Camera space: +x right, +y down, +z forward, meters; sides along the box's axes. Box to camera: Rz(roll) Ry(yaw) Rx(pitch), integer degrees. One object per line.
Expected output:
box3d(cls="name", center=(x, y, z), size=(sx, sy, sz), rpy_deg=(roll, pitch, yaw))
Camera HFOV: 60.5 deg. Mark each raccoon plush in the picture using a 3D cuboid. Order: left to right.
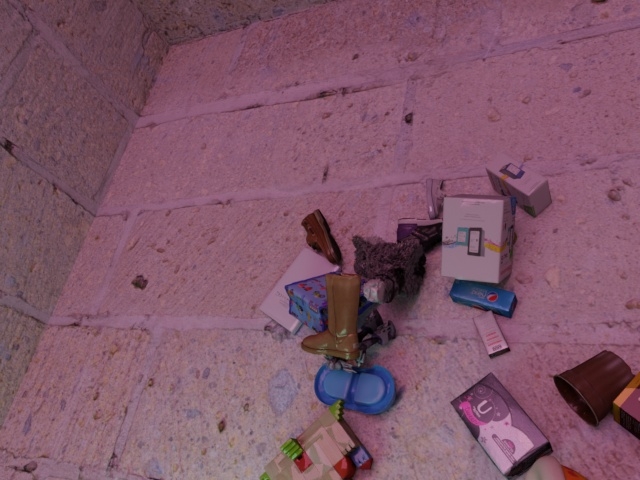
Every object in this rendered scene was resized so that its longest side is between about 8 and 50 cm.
box3d(cls="raccoon plush", center=(0.175, 0.077, 1.941), size=(0.299, 0.446, 0.216), rpy_deg=(12, 95, 31))

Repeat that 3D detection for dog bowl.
box3d(cls="dog bowl", center=(0.124, 0.508, 1.884), size=(0.297, 0.074, 0.166), rpy_deg=(2, 61, 30))

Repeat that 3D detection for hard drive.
box3d(cls="hard drive", center=(-0.084, 0.198, 2.220), size=(0.210, 0.040, 0.319), rpy_deg=(28, 76, 38))

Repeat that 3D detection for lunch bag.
box3d(cls="lunch bag", center=(0.053, 0.204, 2.041), size=(0.293, 0.138, 0.221), rpy_deg=(-24, 32, -30))

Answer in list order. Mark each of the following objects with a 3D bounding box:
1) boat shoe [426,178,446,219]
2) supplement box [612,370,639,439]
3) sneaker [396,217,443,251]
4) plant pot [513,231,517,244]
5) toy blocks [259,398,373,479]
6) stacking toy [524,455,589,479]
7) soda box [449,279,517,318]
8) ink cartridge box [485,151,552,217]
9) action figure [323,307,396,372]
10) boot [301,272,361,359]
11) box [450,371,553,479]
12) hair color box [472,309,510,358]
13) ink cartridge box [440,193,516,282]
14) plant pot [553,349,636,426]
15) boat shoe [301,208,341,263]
box3d(cls="boat shoe", center=(0.451, -0.170, 2.127), size=(0.075, 0.083, 0.226), rpy_deg=(-6, 45, 14))
box3d(cls="supplement box", center=(0.888, 0.464, 1.420), size=(0.129, 0.191, 0.194), rpy_deg=(-45, 49, -5))
box3d(cls="sneaker", center=(0.423, -0.012, 2.063), size=(0.283, 0.107, 0.124), rpy_deg=(0, 76, 32))
box3d(cls="plant pot", center=(0.648, -0.026, 1.944), size=(0.083, 0.079, 0.083), rpy_deg=(-14, 55, 21))
box3d(cls="toy blocks", center=(0.013, 0.738, 1.746), size=(0.381, 0.191, 0.261), rpy_deg=(-43, 61, 1))
box3d(cls="stacking toy", center=(0.743, 0.737, 1.309), size=(0.479, 0.351, 0.351), rpy_deg=(8, 62, 11))
box3d(cls="soda box", center=(0.551, 0.194, 1.861), size=(0.210, 0.067, 0.071), rpy_deg=(14, 68, 35))
box3d(cls="ink cartridge box", center=(0.712, -0.202, 1.975), size=(0.093, 0.154, 0.212), rpy_deg=(-42, 51, 0))
box3d(cls="action figure", center=(0.124, 0.360, 1.903), size=(0.285, 0.099, 0.185), rpy_deg=(-32, 36, -27))
box3d(cls="boot", center=(0.036, 0.240, 1.813), size=(0.236, 0.089, 0.270), rpy_deg=(1, 97, 32))
box3d(cls="box", center=(0.524, 0.542, 1.599), size=(0.163, 0.142, 0.247), rpy_deg=(-37, 49, 2))
box3d(cls="hair color box", center=(0.559, 0.307, 1.798), size=(0.072, 0.043, 0.141), rpy_deg=(-24, 50, 13))
box3d(cls="ink cartridge box", center=(0.533, -0.013, 1.847), size=(0.197, 0.198, 0.270), rpy_deg=(6, 101, 30))
box3d(cls="plant pot", center=(0.782, 0.406, 1.546), size=(0.165, 0.167, 0.167), rpy_deg=(-33, 50, -4))
box3d(cls="boat shoe", center=(0.000, 0.000, 2.268), size=(0.104, 0.111, 0.307), rpy_deg=(-30, 39, 7))
